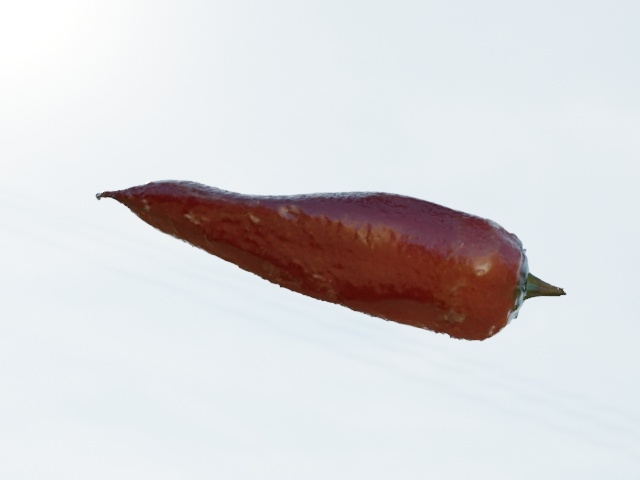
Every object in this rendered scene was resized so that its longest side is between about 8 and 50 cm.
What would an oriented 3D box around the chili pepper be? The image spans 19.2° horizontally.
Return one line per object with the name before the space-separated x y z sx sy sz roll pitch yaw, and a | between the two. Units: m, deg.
chili pepper | 0.000 0.000 0.678 0.178 0.045 0.027 16 15 13
